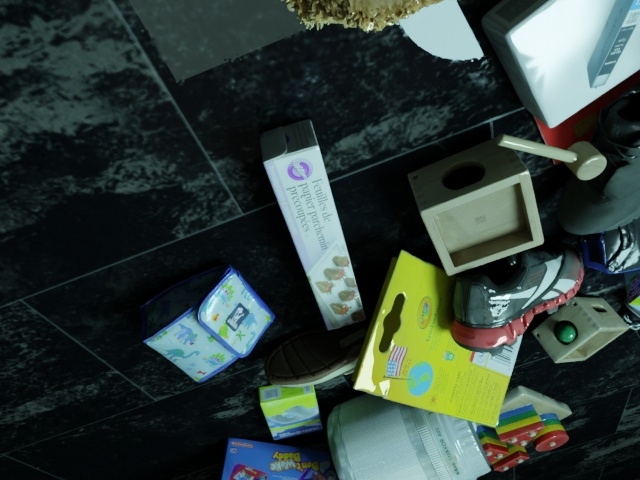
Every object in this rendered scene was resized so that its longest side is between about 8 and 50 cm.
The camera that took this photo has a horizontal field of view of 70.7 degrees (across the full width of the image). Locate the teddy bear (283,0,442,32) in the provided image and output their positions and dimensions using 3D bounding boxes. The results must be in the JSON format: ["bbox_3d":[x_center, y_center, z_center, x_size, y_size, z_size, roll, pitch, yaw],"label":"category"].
[{"bbox_3d":[0.015,-0.311,0.264,0.245,0.113,0.338,-26,114,23],"label":"teddy bear"}]

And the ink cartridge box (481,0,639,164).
[{"bbox_3d":[0.360,-0.228,0.476,0.296,0.066,0.261,-36,129,19],"label":"ink cartridge box"}]

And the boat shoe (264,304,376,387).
[{"bbox_3d":[0.036,0.196,0.772,0.258,0.095,0.095,-21,139,5],"label":"boat shoe"}]

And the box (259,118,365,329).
[{"bbox_3d":[0.000,0.000,0.600,0.063,0.067,0.323,-17,134,2],"label":"box"}]

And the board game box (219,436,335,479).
[{"bbox_3d":[-0.047,0.566,0.949,0.348,0.233,0.078,12,129,-7],"label":"board game box"}]

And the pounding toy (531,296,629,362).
[{"bbox_3d":[0.475,0.150,0.845,0.141,0.100,0.130,7,131,-33],"label":"pounding toy"}]

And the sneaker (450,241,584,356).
[{"bbox_3d":[0.293,0.048,0.658,0.276,0.098,0.135,-25,111,-28],"label":"sneaker"}]

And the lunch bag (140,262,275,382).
[{"bbox_3d":[-0.158,0.116,0.655,0.151,0.096,0.128,-34,130,-2],"label":"lunch bag"}]

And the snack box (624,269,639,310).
[{"bbox_3d":[0.556,0.006,0.667,0.070,0.174,0.207,37,127,11],"label":"snack box"}]

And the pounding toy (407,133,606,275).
[{"bbox_3d":[0.221,-0.076,0.556,0.206,0.094,0.181,-22,130,16],"label":"pounding toy"}]

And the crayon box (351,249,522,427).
[{"bbox_3d":[0.179,0.155,0.701,0.319,0.081,0.202,26,80,-32],"label":"crayon box"}]

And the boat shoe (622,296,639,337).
[{"bbox_3d":[0.644,0.164,0.900,0.206,0.075,0.065,27,118,-37],"label":"boat shoe"}]

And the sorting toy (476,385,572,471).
[{"bbox_3d":[0.495,0.501,1.164,0.257,0.089,0.255,27,121,-32],"label":"sorting toy"}]

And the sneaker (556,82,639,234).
[{"bbox_3d":[0.361,-0.113,0.528,0.130,0.109,0.286,-8,141,-24],"label":"sneaker"}]

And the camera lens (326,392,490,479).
[{"bbox_3d":[0.164,0.401,0.901,0.275,0.219,0.219,-25,133,10],"label":"camera lens"}]

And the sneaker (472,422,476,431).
[{"bbox_3d":[0.259,0.479,1.089,0.282,0.102,0.161,-28,136,27],"label":"sneaker"}]

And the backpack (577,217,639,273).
[{"bbox_3d":[0.428,-0.023,0.660,0.098,0.101,0.120,-12,101,-6],"label":"backpack"}]

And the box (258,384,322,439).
[{"bbox_3d":[-0.058,0.351,0.925,0.109,0.042,0.178,-11,133,-3],"label":"box"}]
